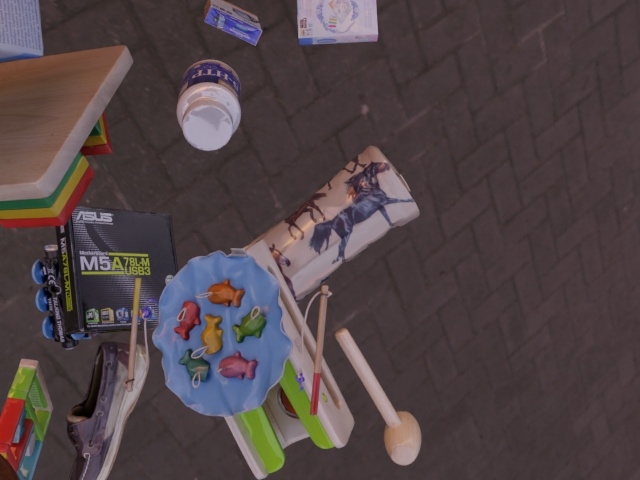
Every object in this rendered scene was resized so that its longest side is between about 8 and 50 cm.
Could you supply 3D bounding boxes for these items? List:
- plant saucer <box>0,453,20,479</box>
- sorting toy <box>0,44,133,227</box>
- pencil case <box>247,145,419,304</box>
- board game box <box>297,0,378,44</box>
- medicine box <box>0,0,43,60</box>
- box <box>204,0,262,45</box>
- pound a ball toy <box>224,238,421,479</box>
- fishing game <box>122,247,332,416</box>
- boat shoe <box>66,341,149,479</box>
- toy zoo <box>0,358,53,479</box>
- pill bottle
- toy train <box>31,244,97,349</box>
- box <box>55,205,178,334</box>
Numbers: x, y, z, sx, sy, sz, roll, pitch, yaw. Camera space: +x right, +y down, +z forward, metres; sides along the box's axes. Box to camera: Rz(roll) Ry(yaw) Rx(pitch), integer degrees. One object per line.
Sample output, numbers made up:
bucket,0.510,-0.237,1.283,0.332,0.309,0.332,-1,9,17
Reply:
plant saucer,-0.392,0.260,0.773,0.199,0.198,0.036,27,105,-42
sorting toy,-0.377,-0.120,0.915,0.089,0.257,0.255,68,27,-44
pencil case,0.000,0.000,1.363,0.410,0.160,0.183,-39,175,-1
board game box,0.018,-0.269,0.834,0.090,0.020,0.090,-2,78,2
medicine box,-0.462,-0.250,0.704,0.264,0.289,0.149,-2,100,8
box,-0.131,-0.327,1.086,0.081,0.136,0.028,21,113,-18
pound a ball toy,-0.026,0.152,0.941,0.208,0.136,0.319,-26,95,14
fishing game,-0.114,0.101,0.808,0.041,0.264,0.189,13,83,-62
boat shoe,-0.374,0.299,1.211,0.092,0.103,0.285,22,90,-30
toy zoo,-0.500,0.365,1.183,0.030,0.293,0.192,9,142,-4
pill bottle,-0.195,-0.236,1.292,0.112,0.186,0.111,-3,124,-5
toy train,-0.423,0.089,1.239,0.105,0.080,0.184,-47,135,-67
box,-0.299,0.045,1.104,0.191,0.045,0.184,5,74,-51
